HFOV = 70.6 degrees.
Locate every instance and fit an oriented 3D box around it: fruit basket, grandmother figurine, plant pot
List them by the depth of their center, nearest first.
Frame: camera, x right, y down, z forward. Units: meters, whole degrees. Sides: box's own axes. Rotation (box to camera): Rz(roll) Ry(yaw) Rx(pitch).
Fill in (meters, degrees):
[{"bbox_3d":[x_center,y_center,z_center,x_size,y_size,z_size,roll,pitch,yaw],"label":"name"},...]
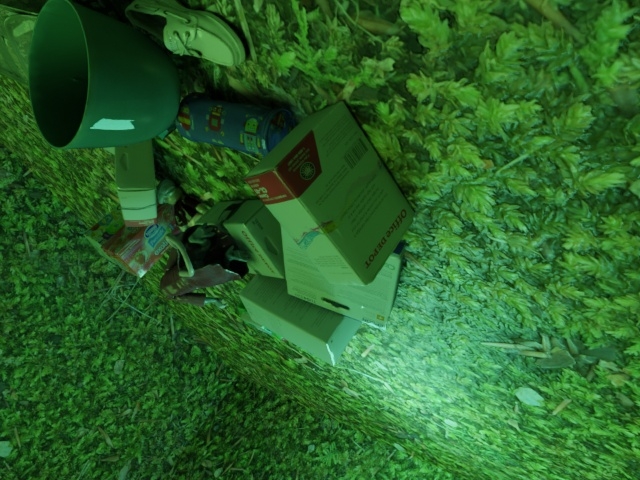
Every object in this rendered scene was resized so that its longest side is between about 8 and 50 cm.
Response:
[{"bbox_3d":[-0.458,-0.340,0.995,0.293,0.235,0.292,5,98,38],"label":"plant pot"},{"bbox_3d":[-0.465,-0.084,1.659,0.208,0.104,0.342,-35,102,35],"label":"grandmother figurine"},{"bbox_3d":[-0.174,0.350,1.879,0.327,0.165,0.353,13,146,39],"label":"fruit basket"}]

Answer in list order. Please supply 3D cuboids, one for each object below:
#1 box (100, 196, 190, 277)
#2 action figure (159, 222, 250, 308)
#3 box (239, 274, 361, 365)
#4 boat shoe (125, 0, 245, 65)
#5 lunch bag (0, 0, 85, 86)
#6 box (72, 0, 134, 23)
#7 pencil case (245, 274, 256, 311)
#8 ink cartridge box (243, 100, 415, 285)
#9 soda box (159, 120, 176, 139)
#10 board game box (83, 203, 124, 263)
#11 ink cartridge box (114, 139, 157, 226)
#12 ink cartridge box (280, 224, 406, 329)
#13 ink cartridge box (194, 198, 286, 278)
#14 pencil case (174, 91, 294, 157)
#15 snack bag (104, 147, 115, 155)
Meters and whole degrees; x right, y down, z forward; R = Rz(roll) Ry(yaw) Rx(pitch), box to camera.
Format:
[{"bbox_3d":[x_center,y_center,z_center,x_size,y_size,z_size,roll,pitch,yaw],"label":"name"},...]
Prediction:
[{"bbox_3d":[-0.678,-0.020,1.775,0.154,0.300,0.142,12,144,42],"label":"box"},{"bbox_3d":[-0.395,0.116,1.385,0.370,0.276,0.248,-34,86,33],"label":"action figure"},{"bbox_3d":[-0.053,0.212,1.477,0.346,0.215,0.168,24,149,27],"label":"box"},{"bbox_3d":[-0.283,-0.424,0.937,0.277,0.096,0.098,30,150,15],"label":"boat shoe"},{"bbox_3d":[-0.675,-0.485,1.079,0.287,0.168,0.235,26,148,6],"label":"lunch bag"},{"bbox_3d":[-0.556,-0.593,1.028,0.308,0.076,0.242,7,139,44],"label":"box"},{"bbox_3d":[-0.215,0.174,1.659,0.098,0.095,0.209,-137,54,-58],"label":"pencil case"},{"bbox_3d":[0.030,-0.087,0.928,0.131,0.226,0.306,-2,131,51],"label":"ink cartridge box"},{"bbox_3d":[-0.488,-0.389,1.259,0.210,0.067,0.071,47,151,-15],"label":"soda box"},{"bbox_3d":[-0.822,-0.050,1.925,0.142,0.275,0.144,22,147,28],"label":"board game box"},{"bbox_3d":[-0.625,-0.195,1.544,0.283,0.117,0.207,130,133,-62],"label":"ink cartridge box"},{"bbox_3d":[0.054,0.083,1.241,0.324,0.071,0.330,18,142,16],"label":"ink cartridge box"},{"bbox_3d":[-0.226,-0.009,1.443,0.308,0.129,0.223,3,134,48],"label":"ink cartridge box"},{"bbox_3d":[-0.196,-0.264,1.045,0.306,0.119,0.133,20,-170,31],"label":"pencil case"},{"bbox_3d":[-0.884,-0.469,1.639,0.323,0.037,0.342,29,151,17],"label":"snack bag"}]
